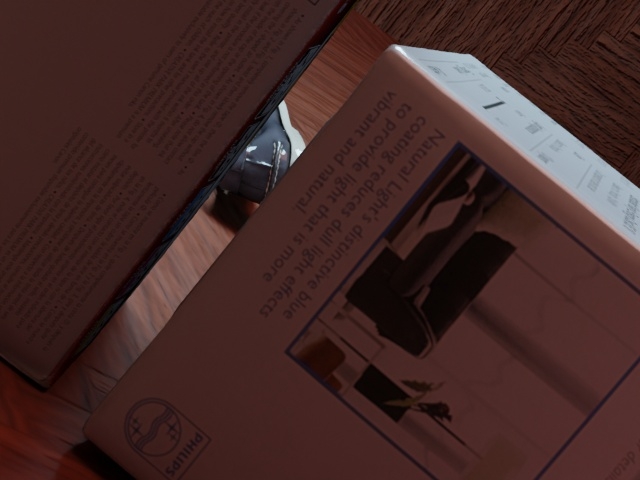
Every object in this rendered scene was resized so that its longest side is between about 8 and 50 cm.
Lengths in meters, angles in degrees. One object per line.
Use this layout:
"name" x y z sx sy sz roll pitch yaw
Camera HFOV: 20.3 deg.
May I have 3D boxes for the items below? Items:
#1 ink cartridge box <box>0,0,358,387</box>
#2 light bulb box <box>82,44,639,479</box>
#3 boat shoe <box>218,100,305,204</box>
"ink cartridge box" -0.068 -0.112 0.899 0.130 0.309 0.272 38 12 -3
"light bulb box" 0.128 0.096 0.902 0.361 0.225 0.358 40 11 5
"boat shoe" -0.061 -0.073 1.370 0.065 0.075 0.206 10 13 -15
